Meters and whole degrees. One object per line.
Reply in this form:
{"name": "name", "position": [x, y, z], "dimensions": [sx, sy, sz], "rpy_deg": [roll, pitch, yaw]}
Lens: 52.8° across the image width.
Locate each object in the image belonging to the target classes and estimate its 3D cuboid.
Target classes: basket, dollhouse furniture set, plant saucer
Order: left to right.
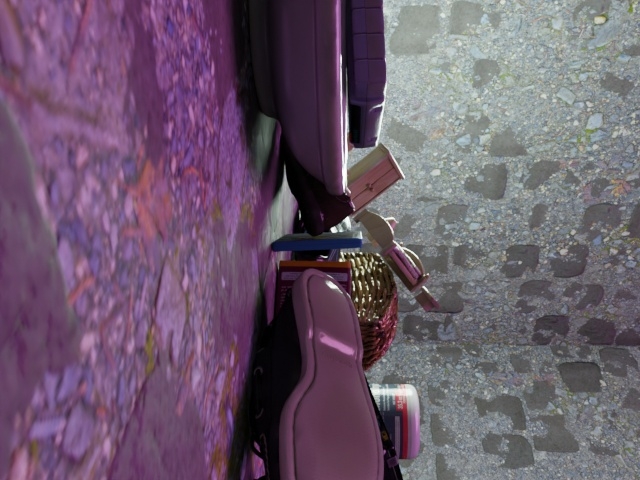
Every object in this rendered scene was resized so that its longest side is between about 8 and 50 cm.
{"name": "plant saucer", "position": [-0.019, -0.253, 0.754], "dimensions": [0.400, 0.100, 0.401], "rpy_deg": [1, 90, -87]}
{"name": "basket", "position": [0.081, 0.193, 1.559], "dimensions": [0.299, 0.213, 0.223], "rpy_deg": [-84, 173, -60]}
{"name": "dollhouse furniture set", "position": [0.175, -0.060, 1.495], "dimensions": [0.355, 0.174, 0.303], "rpy_deg": [54, 4, 41]}

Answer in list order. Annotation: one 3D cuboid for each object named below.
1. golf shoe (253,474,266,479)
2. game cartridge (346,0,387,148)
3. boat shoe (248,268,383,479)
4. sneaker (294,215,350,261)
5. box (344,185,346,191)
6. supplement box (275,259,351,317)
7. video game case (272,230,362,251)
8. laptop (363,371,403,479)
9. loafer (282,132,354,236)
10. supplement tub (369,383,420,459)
{"name": "golf shoe", "position": [-0.038, 0.337, 0.638], "dimensions": [0.198, 0.077, 0.094], "rpy_deg": [-85, 174, -47]}
{"name": "game cartridge", "position": [0.069, -0.298, 1.064], "dimensions": [0.355, 0.068, 0.230], "rpy_deg": [67, 25, -83]}
{"name": "boat shoe", "position": [-0.022, 0.180, 0.678], "dimensions": [0.113, 0.127, 0.340], "rpy_deg": [-42, -146, 29]}
{"name": "sneaker", "position": [0.004, -0.016, 1.194], "dimensions": [0.106, 0.101, 0.267], "rpy_deg": [84, 7, -46]}
{"name": "box", "position": [0.005, -0.214, 1.259], "dimensions": [0.275, 0.094, 0.113], "rpy_deg": [85, 6, -57]}
{"name": "supplement box", "position": [-0.009, 0.128, 0.898], "dimensions": [0.081, 0.104, 0.188], "rpy_deg": [85, 6, -62]}
{"name": "video game case", "position": [0.000, 0.000, 0.926], "dimensions": [0.166, 0.119, 0.015], "rpy_deg": [-51, 138, -85]}
{"name": "laptop", "position": [0.034, 0.461, 1.180], "dimensions": [0.408, 0.236, 0.382], "rpy_deg": [-113, -175, -47]}
{"name": "loafer", "position": [-0.005, -0.091, 0.941], "dimensions": [0.080, 0.078, 0.220], "rpy_deg": [87, -12, -47]}
{"name": "supplement tub", "position": [0.117, 0.472, 1.688], "dimensions": [0.191, 0.272, 0.191], "rpy_deg": [0, 90, -87]}
